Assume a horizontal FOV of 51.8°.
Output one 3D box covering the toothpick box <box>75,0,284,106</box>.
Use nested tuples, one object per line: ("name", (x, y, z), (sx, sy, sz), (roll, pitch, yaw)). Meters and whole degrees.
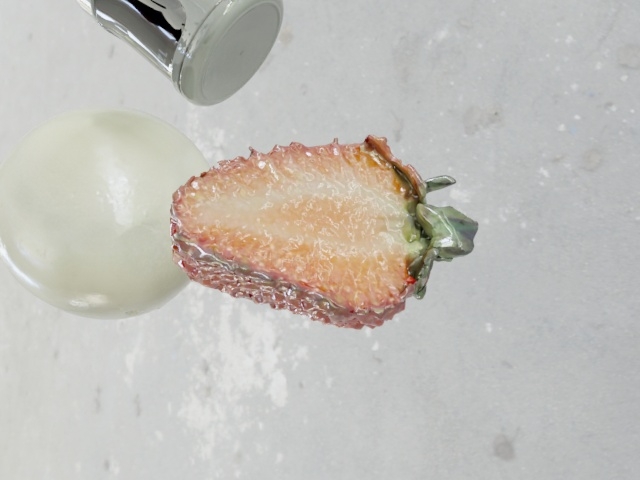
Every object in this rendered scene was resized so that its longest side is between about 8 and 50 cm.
("toothpick box", (-0.225, -0.378, 0.989), (0.316, 0.229, 0.229), (40, 120, 9))

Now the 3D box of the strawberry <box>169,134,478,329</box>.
("strawberry", (0.000, 0.000, 0.605), (0.106, 0.286, 0.188), (124, 142, -54))

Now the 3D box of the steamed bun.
("steamed bun", (-0.301, -0.052, 0.941), (0.324, 0.325, 0.206), (63, 154, 30))
